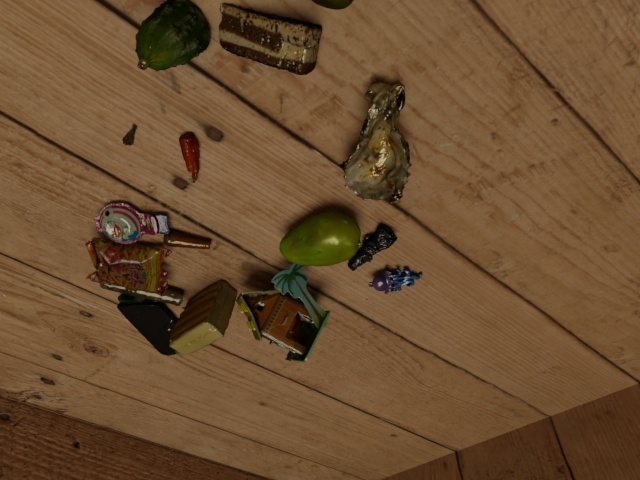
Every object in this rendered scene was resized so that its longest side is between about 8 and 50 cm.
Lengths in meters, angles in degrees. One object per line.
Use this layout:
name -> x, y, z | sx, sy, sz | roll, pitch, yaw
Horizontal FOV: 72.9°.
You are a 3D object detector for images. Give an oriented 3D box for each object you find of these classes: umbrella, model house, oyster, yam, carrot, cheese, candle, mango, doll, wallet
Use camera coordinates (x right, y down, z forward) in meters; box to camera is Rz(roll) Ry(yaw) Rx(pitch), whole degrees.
umbrella -> 0.165, 0.034, 1.497 | 0.080, 0.071, 0.224 | 45, 130, 1
model house -> -0.145, 0.238, 1.638 | 0.323, 0.340, 0.300 | 30, 161, -9
oyster -> 0.150, -0.260, 1.183 | 0.197, 0.133, 0.337 | 1, 130, 5
yam -> -0.692, 0.190, 1.682 | 0.317, 0.067, 0.071 | 16, 118, -13
carrot -> -0.464, 0.004, 1.510 | 0.161, 0.055, 0.055 | 11, 132, -10
cheese -> -0.631, -0.054, 1.450 | 0.244, 0.062, 0.155 | 1, 119, -3
candle -> -0.381, -0.239, 1.284 | 0.053, 0.048, 0.162 | -9, 134, -13
mango -> 0.008, 0.003, 1.421 | 0.273, 0.149, 0.185 | -25, 134, 31
umbrella -> -0.552, -0.302, 1.256 | 0.031, 0.020, 0.083 | 29, 122, -23
doll -> 0.277, 0.147, 1.598 | 0.205, 0.067, 0.110 | -8, 119, -5
wallet -> -0.694, 0.379, 1.867 | 0.197, 0.051, 0.378 | -9, 133, 12

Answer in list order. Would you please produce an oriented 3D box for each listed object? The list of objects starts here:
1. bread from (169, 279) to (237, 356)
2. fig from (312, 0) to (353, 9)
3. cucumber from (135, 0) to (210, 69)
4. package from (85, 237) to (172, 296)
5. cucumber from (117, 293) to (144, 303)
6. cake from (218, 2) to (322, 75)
bread -> -0.448, 0.295, 1.654 | 0.246, 0.239, 0.111 | -30, 118, 25
fig -> 0.021, -0.570, 0.916 | 0.144, 0.154, 0.165 | -29, 158, 8
cucumber -> -0.347, -0.443, 0.969 | 0.134, 0.244, 0.134 | 6, 134, 6
package -> -0.690, 0.084, 1.562 | 0.288, 0.108, 0.223 | 10, 127, -15
cucumber -> -0.763, 0.230, 1.734 | 0.105, 0.048, 0.048 | -8, 132, 10
cake -> -0.113, -0.488, 1.049 | 0.246, 0.135, 0.112 | 24, 123, 20
